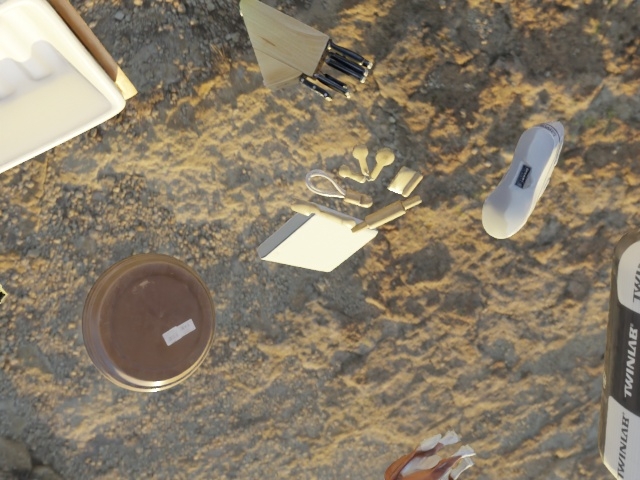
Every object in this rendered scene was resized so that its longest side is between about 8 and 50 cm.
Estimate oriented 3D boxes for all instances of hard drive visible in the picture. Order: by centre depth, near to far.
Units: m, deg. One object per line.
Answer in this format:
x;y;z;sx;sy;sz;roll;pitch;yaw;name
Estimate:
0.000;0.000;1.583;0.203;0.040;0.307;-40;152;22;hard drive

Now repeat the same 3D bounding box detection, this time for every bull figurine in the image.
0.216;0.467;1.091;0.188;0.101;0.310;-37;136;-6;bull figurine

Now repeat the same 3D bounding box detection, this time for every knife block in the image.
-0.026;-0.439;1.315;0.241;0.088;0.276;-18;96;7;knife block

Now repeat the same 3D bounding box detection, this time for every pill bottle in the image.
0.287;0.069;0.445;0.130;0.130;0.246;-8;107;-11;pill bottle

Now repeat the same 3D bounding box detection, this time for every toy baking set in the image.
0.077;-0.098;1.191;0.256;0.030;0.197;-30;124;21;toy baking set

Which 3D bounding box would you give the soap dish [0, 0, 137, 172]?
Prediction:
-0.405;-0.197;0.699;0.290;0.118;0.229;-27;154;0;soap dish

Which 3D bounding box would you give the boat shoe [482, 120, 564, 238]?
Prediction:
0.402;-0.113;1.146;0.084;0.095;0.258;-27;150;-39;boat shoe

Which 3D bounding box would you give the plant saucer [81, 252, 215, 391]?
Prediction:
-0.330;0.161;1.177;0.277;0.041;0.278;8;77;-36;plant saucer

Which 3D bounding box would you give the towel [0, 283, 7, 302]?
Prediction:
-0.679;-0.031;0.960;0.324;0.056;0.312;35;150;3;towel
